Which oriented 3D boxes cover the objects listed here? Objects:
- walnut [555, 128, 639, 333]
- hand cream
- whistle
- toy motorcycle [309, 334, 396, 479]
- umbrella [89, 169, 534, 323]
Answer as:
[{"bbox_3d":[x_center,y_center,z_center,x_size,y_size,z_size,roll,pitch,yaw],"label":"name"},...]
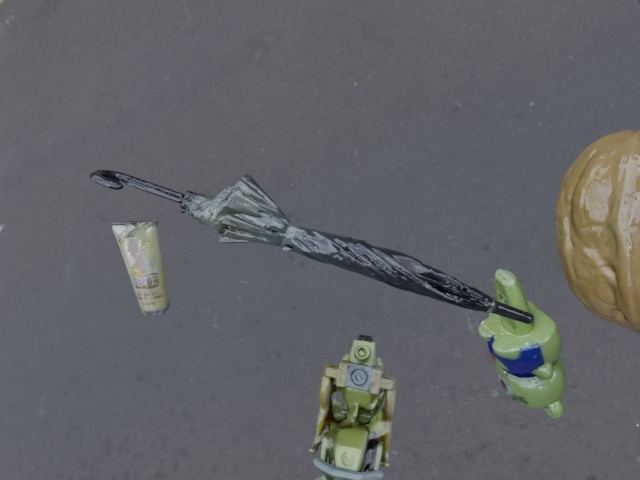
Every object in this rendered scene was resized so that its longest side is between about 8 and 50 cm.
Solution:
[{"bbox_3d":[0.403,-0.010,0.654,0.224,0.225,0.261,-2,99,30],"label":"walnut"},{"bbox_3d":[-0.230,0.037,0.714,0.061,0.143,0.039,-2,30,6],"label":"hand cream"},{"bbox_3d":[0.255,0.132,0.680,0.085,0.227,0.105,-27,30,-2],"label":"whistle"},{"bbox_3d":[0.067,0.403,1.126,0.168,0.237,0.410,6,79,7],"label":"toy motorcycle"},{"bbox_3d":[0.000,-0.001,0.321,0.269,0.044,0.044,18,102,-5],"label":"umbrella"}]
